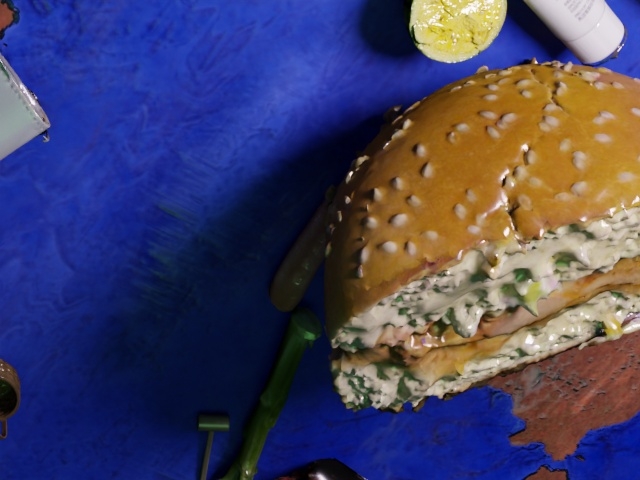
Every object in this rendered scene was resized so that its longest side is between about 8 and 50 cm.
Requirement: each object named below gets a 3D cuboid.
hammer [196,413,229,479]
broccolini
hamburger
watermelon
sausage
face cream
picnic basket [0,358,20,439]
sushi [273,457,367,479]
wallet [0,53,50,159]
[{"bbox_3d":[-0.127,0.240,2.050,0.036,0.019,0.110,2,127,-12],"label":"hammer"},{"bbox_3d":[-0.078,0.245,2.020,0.079,0.074,0.392,-15,138,-43],"label":"broccolini"},{"bbox_3d":[0.175,-0.043,1.746,0.446,0.287,0.268,-22,150,-2],"label":"hamburger"},{"bbox_3d":[0.123,-0.225,1.737,0.106,0.062,0.105,-8,114,-18],"label":"watermelon"},{"bbox_3d":[0.000,0.000,1.890,0.043,0.043,0.186,23,118,-24],"label":"sausage"},{"bbox_3d":[0.207,-0.263,1.729,0.058,0.092,0.244,0,145,49],"label":"face cream"},{"bbox_3d":[-0.350,0.171,1.918,0.072,0.083,0.072,-6,126,-8],"label":"picnic basket"},{"bbox_3d":[0.000,0.327,2.046,0.150,0.153,0.172,-54,159,-7],"label":"sushi"},{"bbox_3d":[-0.389,-0.114,1.720,0.231,0.069,0.170,-31,107,8],"label":"wallet"}]
